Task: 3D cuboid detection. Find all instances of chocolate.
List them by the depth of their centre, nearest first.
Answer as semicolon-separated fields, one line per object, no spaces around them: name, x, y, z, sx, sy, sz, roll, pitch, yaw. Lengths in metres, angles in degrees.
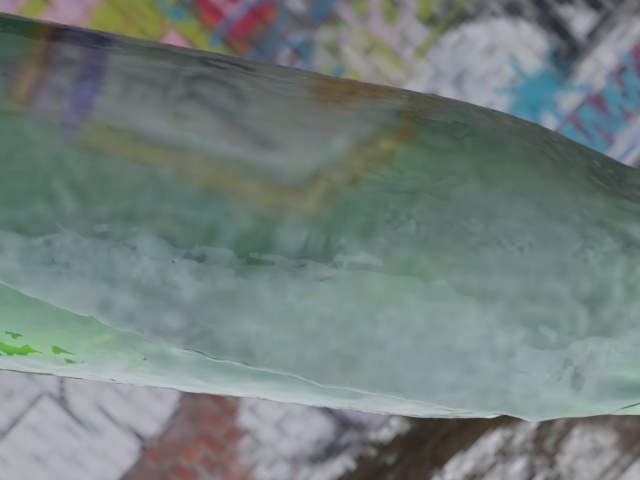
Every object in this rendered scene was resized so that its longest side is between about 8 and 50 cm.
chocolate;0.000;0.000;0.531;0.291;0.110;0.110;8;-174;3
